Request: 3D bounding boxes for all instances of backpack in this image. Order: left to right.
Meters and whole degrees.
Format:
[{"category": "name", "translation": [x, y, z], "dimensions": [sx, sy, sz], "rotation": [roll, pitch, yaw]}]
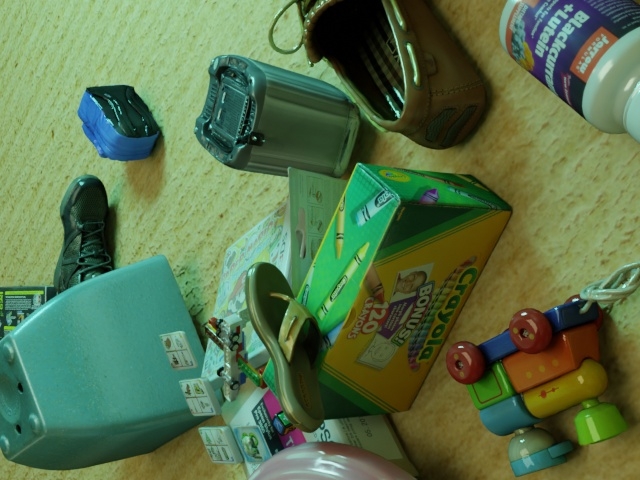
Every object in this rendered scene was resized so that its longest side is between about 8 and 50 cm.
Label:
[{"category": "backpack", "translation": [-0.313, -0.176, 1.677], "dimensions": [0.120, 0.098, 0.101], "rotation": [49, 134, 26]}]

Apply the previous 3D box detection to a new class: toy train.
[{"category": "toy train", "translation": [0.241, 0.121, 0.977], "dimensions": [0.248, 0.105, 0.143], "rotation": [-35, 72, 44]}]

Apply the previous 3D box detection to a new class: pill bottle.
[{"category": "pill bottle", "translation": [0.258, -0.164, 0.958], "dimensions": [0.193, 0.108, 0.108], "rotation": [51, 125, 40]}]

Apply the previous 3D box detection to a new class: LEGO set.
[{"category": "LEGO set", "translation": [-0.099, 0.177, 1.275], "dimensions": [0.244, 0.060, 0.182], "rotation": [-19, 94, 60]}]

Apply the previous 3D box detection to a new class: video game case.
[{"category": "video game case", "translation": [-0.084, 0.069, 1.350], "dimensions": [0.227, 0.026, 0.206], "rotation": [-36, 40, 55]}]

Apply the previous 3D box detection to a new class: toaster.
[{"category": "toaster", "translation": [-0.051, -0.145, 1.283], "dimensions": [0.227, 0.147, 0.129], "rotation": [36, 114, 62]}]

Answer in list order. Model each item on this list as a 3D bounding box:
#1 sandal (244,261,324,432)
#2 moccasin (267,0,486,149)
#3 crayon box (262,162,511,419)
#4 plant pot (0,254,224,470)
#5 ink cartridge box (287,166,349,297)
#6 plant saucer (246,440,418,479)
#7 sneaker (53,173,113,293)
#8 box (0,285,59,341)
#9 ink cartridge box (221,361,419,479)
[{"category": "sandal", "translation": [-0.024, 0.101, 1.063], "dimensions": [0.049, 0.072, 0.180], "rotation": [-30, 66, 29]}, {"category": "moccasin", "translation": [0.034, -0.247, 1.208], "dimensions": [0.139, 0.147, 0.380], "rotation": [-52, 51, 35]}, {"category": "crayon box", "translation": [0.068, 0.059, 1.134], "dimensions": [0.081, 0.165, 0.278], "rotation": [46, 123, 41]}, {"category": "plant pot", "translation": [-0.336, 0.195, 1.519], "dimensions": [0.247, 0.252, 0.247], "rotation": [-35, 75, 44]}, {"category": "ink cartridge box", "translation": [0.000, 0.000, 1.211], "dimensions": [0.045, 0.179, 0.145], "rotation": [-6, 83, 33]}, {"category": "plant saucer", "translation": [0.022, 0.385, 1.146], "dimensions": [0.332, 0.084, 0.332], "rotation": [12, 112, 32]}, {"category": "sneaker", "translation": [-0.375, 0.011, 1.749], "dimensions": [0.130, 0.087, 0.227], "rotation": [34, 116, 45]}, {"category": "box", "translation": [-0.538, 0.191, 1.956], "dimensions": [0.270, 0.060, 0.216], "rotation": [-5, 83, 50]}, {"category": "ink cartridge box", "translation": [-0.011, 0.242, 1.281], "dimensions": [0.193, 0.088, 0.234], "rotation": [-55, 48, 35]}]
